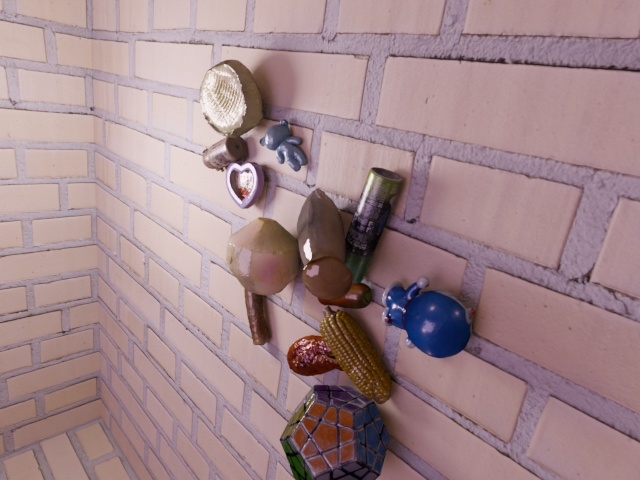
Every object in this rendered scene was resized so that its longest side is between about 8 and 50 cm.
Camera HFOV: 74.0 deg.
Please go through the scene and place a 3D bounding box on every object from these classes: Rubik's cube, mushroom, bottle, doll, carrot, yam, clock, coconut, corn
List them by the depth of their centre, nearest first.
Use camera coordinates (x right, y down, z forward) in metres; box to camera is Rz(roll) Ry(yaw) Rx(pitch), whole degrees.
[{"bbox_3d":[0.263,0.195,1.073,0.257,0.161,0.215,24,129,58],"label":"doll"},{"bbox_3d":[0.128,-0.036,1.187,0.093,0.093,0.330,37,122,34],"label":"bottle"},{"bbox_3d":[0.005,-0.008,1.188,0.154,0.137,0.407,-50,27,21],"label":"mushroom"},{"bbox_3d":[0.041,0.583,1.245,0.264,0.319,0.319,-21,82,33],"label":"Rubik's cube"},{"bbox_3d":[0.104,0.335,1.268,0.322,0.119,0.119,54,131,12],"label":"corn"},{"bbox_3d":[0.067,0.166,1.293,0.193,0.087,0.087,-6,94,44],"label":"carrot"},{"bbox_3d":[-0.113,-0.307,1.407,0.120,0.075,0.180,-40,88,2],"label":"doll"},{"bbox_3d":[-0.192,0.045,1.428,0.259,0.259,0.259,10,105,44],"label":"coconut"},{"bbox_3d":[-0.272,-0.204,1.577,0.198,0.064,0.172,8,103,44],"label":"clock"},{"bbox_3d":[-0.250,0.230,1.633,0.081,0.081,0.356,-4,96,45],"label":"yam"},{"bbox_3d":[-0.374,-0.329,1.640,0.209,0.097,0.110,-10,123,47],"label":"bottle"}]

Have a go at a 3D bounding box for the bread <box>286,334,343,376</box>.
[{"bbox_3d":[-0.010,0.385,1.407,0.269,0.095,0.139,-14,95,42],"label":"bread"}]

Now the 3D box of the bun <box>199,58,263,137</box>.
[{"bbox_3d":[-0.297,-0.488,1.489,0.259,0.152,0.259,14,116,32],"label":"bun"}]
